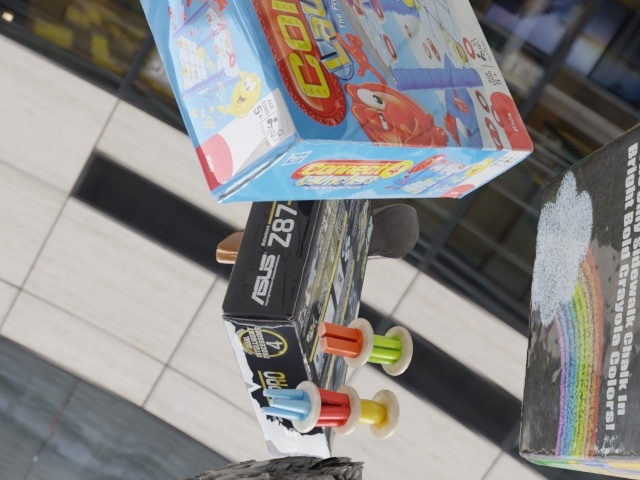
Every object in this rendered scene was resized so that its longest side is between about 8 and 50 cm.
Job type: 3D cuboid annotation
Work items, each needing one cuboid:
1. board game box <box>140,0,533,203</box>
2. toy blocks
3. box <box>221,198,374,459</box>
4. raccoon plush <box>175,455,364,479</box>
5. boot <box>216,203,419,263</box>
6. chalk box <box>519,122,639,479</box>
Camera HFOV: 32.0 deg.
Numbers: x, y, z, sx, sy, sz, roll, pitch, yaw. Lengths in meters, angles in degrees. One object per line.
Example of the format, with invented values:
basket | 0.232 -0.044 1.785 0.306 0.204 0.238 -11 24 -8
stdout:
board game box | 0.000 -0.185 0.853 0.302 0.086 0.308 -5 -111 -51
toy blocks | 0.015 0.138 1.142 0.148 0.123 0.054 11 179 -32
box | -0.011 0.028 1.415 0.097 0.318 0.395 2 -128 13
raccoon plush | -0.103 0.418 1.278 0.446 0.299 0.216 -6 178 0
boot | 0.000 0.000 1.933 0.264 0.096 0.280 -32 -157 -37
chalk box | 0.234 0.036 0.548 0.179 0.180 0.289 9 170 -8
